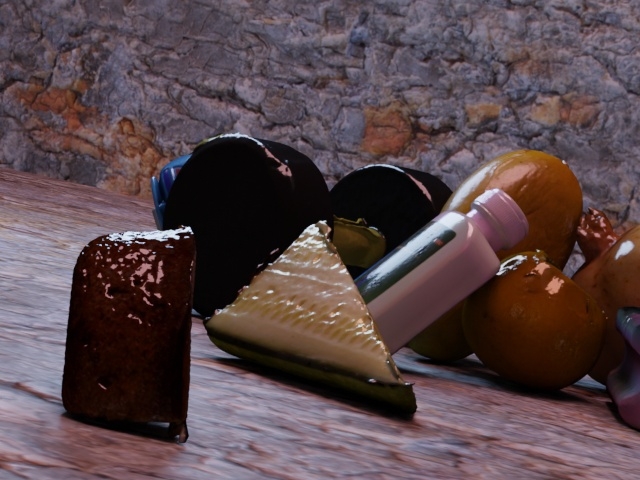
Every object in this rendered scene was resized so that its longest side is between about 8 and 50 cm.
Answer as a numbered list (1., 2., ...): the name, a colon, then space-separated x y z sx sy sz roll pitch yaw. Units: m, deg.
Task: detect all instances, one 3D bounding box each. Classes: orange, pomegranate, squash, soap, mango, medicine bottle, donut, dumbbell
1. orange: 0.224 0.082 1.826 0.154 0.134 0.155 22 20 -9
2. pomegranate: 0.370 0.077 1.947 0.207 0.207 0.207 11 3 -1
3. squash: 0.043 0.080 1.555 0.252 0.093 0.169 13 48 43
4. soap: 0.388 0.140 1.693 0.192 0.109 0.324 9 2 4
5. mango: 0.193 0.014 1.953 0.119 0.317 0.176 16 -32 38
6. medicine bottle: 0.113 0.033 1.793 0.078 0.219 0.115 56 -11 -16
7. donut: -0.134 0.058 1.231 0.085 0.141 0.217 4 0 -6
8. dumbbell: 0.000 0.000 1.972 0.203 0.204 0.322 14 4 42

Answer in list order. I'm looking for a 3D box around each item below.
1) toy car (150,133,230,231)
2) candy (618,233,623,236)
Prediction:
1. toy car: -0.131 -0.021 2.301 0.166 0.198 0.314 -20 -3 8
2. candy: 0.462 0.096 2.385 0.262 0.172 0.398 15 -10 -1
